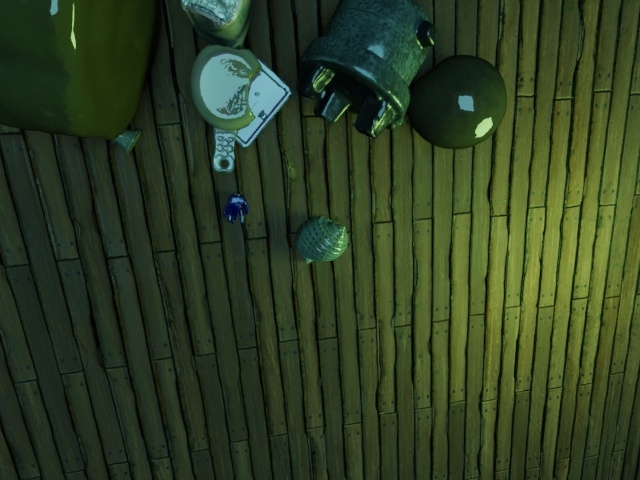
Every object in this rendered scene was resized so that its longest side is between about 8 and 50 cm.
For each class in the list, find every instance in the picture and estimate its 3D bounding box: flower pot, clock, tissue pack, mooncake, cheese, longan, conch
[{"bbox_3d":[0.112,-0.396,0.978,0.299,0.299,0.283,30,90,-16],"label":"flower pot"},{"bbox_3d":[-0.185,-0.349,1.041,0.144,0.073,0.193,40,95,-16],"label":"clock"},{"bbox_3d":[-0.204,-0.540,0.884,0.124,0.271,0.202,16,101,-11],"label":"tissue pack"},{"bbox_3d":[-0.484,-0.429,0.772,0.262,0.467,0.468,14,102,-6],"label":"mooncake"},{"bbox_3d":[-0.220,-0.304,0.969,0.163,0.082,0.287,1,106,-10],"label":"cheese"},{"bbox_3d":[0.345,-0.354,1.061,0.248,0.248,0.249,-2,105,-9],"label":"longan"},{"bbox_3d":[0.001,-0.001,1.155,0.153,0.102,0.135,-36,93,2],"label":"conch"}]

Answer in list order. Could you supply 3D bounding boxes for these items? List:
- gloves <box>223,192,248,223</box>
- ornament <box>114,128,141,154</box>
[{"bbox_3d":[-0.228,-0.085,1.128,0.064,0.026,0.086,18,101,-16],"label":"gloves"},{"bbox_3d":[-0.527,-0.278,1.001,0.156,0.081,0.075,29,94,-20],"label":"ornament"}]
